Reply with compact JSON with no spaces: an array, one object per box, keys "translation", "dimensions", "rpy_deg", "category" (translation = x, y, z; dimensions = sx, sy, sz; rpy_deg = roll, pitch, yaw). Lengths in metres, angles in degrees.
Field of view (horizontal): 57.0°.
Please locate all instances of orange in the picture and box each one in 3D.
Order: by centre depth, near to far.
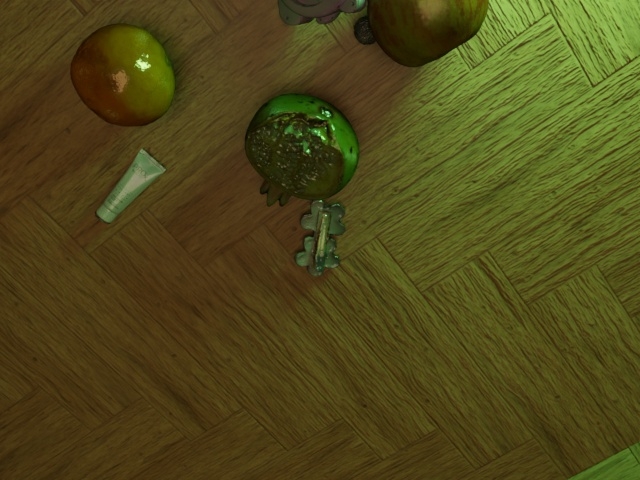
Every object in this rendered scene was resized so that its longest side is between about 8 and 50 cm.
[{"translation":[-0.498,-0.422,1.519],"dimensions":[0.261,0.261,0.260],"rpy_deg":[0,113,0],"category":"orange"}]

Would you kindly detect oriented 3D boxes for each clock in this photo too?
[{"translation":[-0.004,-0.654,1.457],"dimensions":[0.248,0.090,0.227],"rpy_deg":[10,118,34],"category":"clock"}]

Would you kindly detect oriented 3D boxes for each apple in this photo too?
[{"translation":[0.268,-0.569,1.456],"dimensions":[0.302,0.301,0.301],"rpy_deg":[0,113,0],"category":"apple"}]

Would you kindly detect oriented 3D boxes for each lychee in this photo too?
[{"translation":[0.124,-0.559,1.572],"dimensions":[0.067,0.083,0.068],"rpy_deg":[-35,72,-21],"category":"lychee"}]

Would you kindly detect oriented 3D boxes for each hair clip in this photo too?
[{"translation":[0.000,-0.003,1.805],"dimensions":[0.146,0.075,0.256],"rpy_deg":[6,106,-5],"category":"hair clip"}]

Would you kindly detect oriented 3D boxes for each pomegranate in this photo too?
[{"translation":[-0.056,-0.252,1.635],"dimensions":[0.310,0.216,0.358],"rpy_deg":[26,140,-11],"category":"pomegranate"}]

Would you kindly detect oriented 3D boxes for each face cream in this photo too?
[{"translation":[-0.568,-0.152,1.746],"dimensions":[0.092,0.058,0.243],"rpy_deg":[42,100,-11],"category":"face cream"}]
